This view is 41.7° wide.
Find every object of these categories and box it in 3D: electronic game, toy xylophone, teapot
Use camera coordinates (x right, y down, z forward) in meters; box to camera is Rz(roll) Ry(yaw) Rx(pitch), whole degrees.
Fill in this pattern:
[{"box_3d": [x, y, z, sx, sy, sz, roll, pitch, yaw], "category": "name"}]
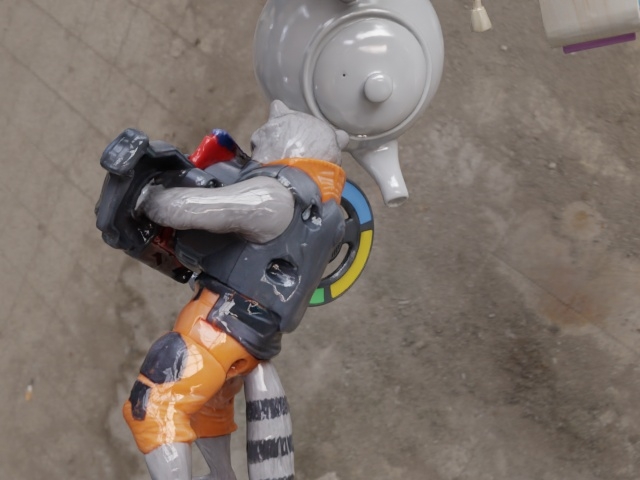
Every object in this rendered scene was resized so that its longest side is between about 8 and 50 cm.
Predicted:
[{"box_3d": [0.000, 0.000, 1.398, 0.048, 0.229, 0.229, 21, 101, 49], "category": "electronic game"}, {"box_3d": [0.290, -0.378, 1.038, 0.236, 0.081, 0.322, 1, 122, 21], "category": "toy xylophone"}, {"box_3d": [0.043, -0.212, 0.991, 0.252, 0.256, 0.187, -57, 24, 16], "category": "teapot"}]

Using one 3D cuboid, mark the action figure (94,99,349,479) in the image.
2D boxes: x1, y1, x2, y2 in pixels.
[{"box_3d": [-0.049, 0.056, 0.667, 0.179, 0.341, 0.330, 15, 87, 17], "category": "action figure"}]
